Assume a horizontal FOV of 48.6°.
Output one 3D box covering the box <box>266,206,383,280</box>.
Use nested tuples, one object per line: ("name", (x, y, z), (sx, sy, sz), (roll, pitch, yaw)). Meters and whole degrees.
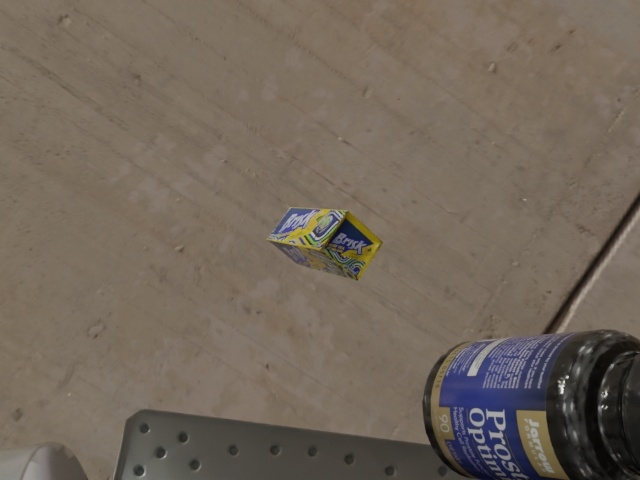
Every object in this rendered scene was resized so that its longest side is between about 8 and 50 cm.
("box", (0.000, 0.000, 0.821), (0.059, 0.169, 0.054), (40, -103, -21))

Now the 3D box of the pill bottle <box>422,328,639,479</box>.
("pill bottle", (0.190, 0.132, 0.548), (0.123, 0.219, 0.122), (7, -104, -29))

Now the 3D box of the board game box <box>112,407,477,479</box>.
("board game box", (-0.029, 0.383, 0.681), (0.390, 0.050, 0.389), (7, -110, 2))

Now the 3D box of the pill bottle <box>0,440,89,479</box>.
("pill bottle", (-0.408, 0.297, 0.587), (0.408, 0.229, 0.228), (-13, -82, 1))
